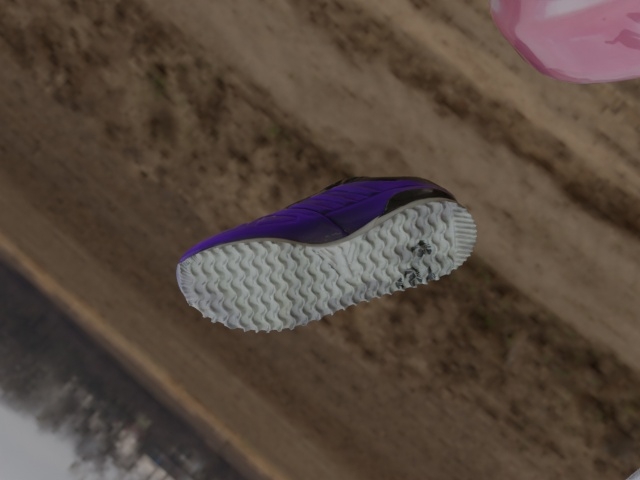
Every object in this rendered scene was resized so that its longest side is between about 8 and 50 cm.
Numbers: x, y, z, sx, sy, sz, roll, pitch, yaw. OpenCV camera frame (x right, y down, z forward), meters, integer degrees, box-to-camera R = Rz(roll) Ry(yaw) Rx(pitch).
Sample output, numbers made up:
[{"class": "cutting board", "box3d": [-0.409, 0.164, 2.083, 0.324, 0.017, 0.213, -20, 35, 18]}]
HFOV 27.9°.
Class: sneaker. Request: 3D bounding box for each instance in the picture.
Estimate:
[{"class": "sneaker", "box3d": [0.000, 0.001, 1.298, 0.146, 0.293, 0.102, -107, 6, -62]}]

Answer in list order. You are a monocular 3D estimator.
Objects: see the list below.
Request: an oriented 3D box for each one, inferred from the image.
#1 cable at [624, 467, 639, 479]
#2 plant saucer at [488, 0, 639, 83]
[{"class": "cable", "box3d": [0.222, 0.189, 0.535, 0.257, 0.257, 0.089, 27, -149, 7]}, {"class": "plant saucer", "box3d": [0.168, -0.192, 0.398, 0.084, 0.332, 0.332, 43, 169, -15]}]
